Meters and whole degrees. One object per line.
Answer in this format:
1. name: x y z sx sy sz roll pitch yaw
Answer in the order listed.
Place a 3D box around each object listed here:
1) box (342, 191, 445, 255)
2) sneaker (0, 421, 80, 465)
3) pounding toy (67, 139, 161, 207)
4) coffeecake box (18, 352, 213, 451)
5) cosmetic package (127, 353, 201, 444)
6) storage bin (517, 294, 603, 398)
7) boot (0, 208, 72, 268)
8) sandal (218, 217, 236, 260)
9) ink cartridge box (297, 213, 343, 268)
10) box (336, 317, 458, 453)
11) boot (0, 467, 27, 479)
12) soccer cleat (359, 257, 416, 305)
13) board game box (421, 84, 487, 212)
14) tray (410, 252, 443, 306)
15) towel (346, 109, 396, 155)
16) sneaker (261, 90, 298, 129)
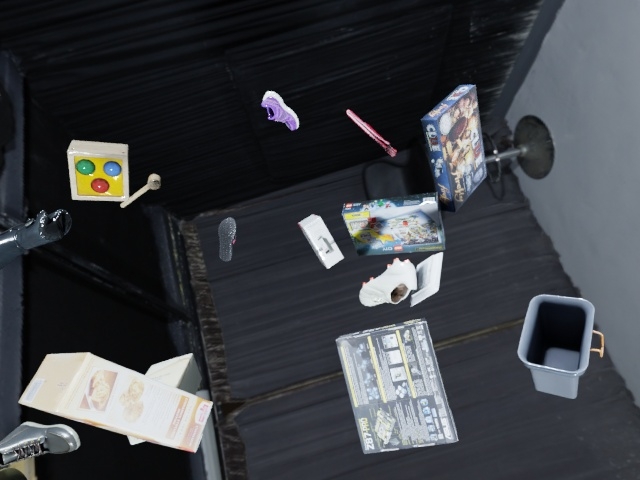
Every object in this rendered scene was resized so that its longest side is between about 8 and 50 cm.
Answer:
1. box: 0.189 -0.036 1.021 0.044 0.234 0.159 -74 -29 -42
2. sneaker: -0.804 0.587 1.127 0.118 0.223 0.083 -42 -52 -72
3. pounding toy: -0.523 -0.149 1.036 0.094 0.206 0.180 -125 41 -52
4. coffeecake box: -0.265 0.215 0.530 0.185 0.143 0.068 41 -130 -35
5. cosmetic package: -0.501 0.496 1.290 0.309 0.161 0.113 -137 30 -79
6. storage bin: 0.362 0.163 0.597 0.135 0.098 0.091 -53 -49 -36
7. boot: -0.875 0.003 1.164 0.094 0.208 0.246 63 -155 -26
8. sandal: -0.356 -0.007 1.536 0.040 0.067 0.179 -54 -23 -66
9. ink cartridge box: 0.000 0.000 1.114 0.135 0.056 0.099 60 174 -14
10. box: 0.254 0.492 1.357 0.097 0.319 0.393 14 -119 -76
11. boot: -0.263 0.268 0.178 0.089 0.270 0.235 116 132 -70
12. soccer cleat: 0.142 0.111 0.875 0.196 0.068 0.076 126 143 -51
13. board game box: 0.320 -0.211 0.935 0.042 0.165 0.243 17 142 45
14. tray: 0.427 0.148 1.630 0.030 0.145 0.270 43 -145 -9
15. towel: 0.197 -0.396 1.486 0.199 0.031 0.275 44 -164 8
16. sneaker: -0.138 -0.417 1.322 0.068 0.071 0.170 28 174 40
